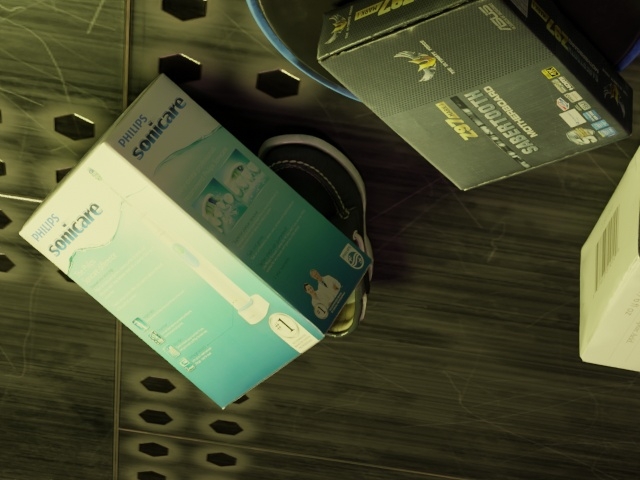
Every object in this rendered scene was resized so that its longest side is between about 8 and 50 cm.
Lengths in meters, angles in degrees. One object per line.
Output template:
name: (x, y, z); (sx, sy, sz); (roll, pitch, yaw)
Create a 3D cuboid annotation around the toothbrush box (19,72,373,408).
toothbrush box: (-0.132, 0.006, 1.764); (0.295, 0.126, 0.216); (40, 139, -9)

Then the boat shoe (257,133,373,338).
boat shoe: (0.000, 0.000, 1.848); (0.114, 0.091, 0.302); (-4, 146, 17)

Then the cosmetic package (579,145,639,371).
cosmetic package: (0.482, 0.046, 1.766); (0.385, 0.156, 0.217); (11, 146, -3)

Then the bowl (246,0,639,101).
bowl: (0.115, -0.239, 1.468); (0.391, 0.077, 0.391); (6, 148, 3)

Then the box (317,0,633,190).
box: (0.138, -0.144, 1.484); (0.183, 0.059, 0.232); (-17, 140, 34)
